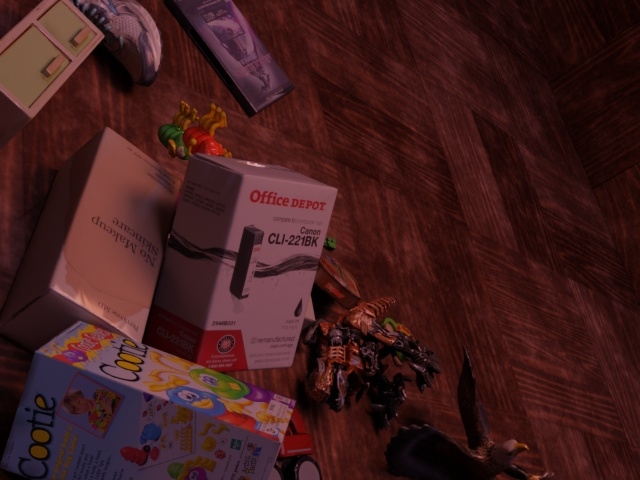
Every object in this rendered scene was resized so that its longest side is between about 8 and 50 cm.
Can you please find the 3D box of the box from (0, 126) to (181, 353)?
[{"bbox_3d":[-0.297,0.013,1.255,0.148,0.121,0.311,37,36,-29],"label":"box"}]

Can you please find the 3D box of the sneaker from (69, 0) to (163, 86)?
[{"bbox_3d":[-0.365,-0.368,1.557,0.122,0.110,0.283,-23,78,-41],"label":"sneaker"}]

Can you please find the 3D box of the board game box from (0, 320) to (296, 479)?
[{"bbox_3d":[-0.185,0.214,1.056,0.275,0.144,0.142,20,10,1],"label":"board game box"}]

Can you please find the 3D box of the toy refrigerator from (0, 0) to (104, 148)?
[{"bbox_3d":[-0.416,-0.254,1.360,0.102,0.094,0.270,45,32,-19],"label":"toy refrigerator"}]

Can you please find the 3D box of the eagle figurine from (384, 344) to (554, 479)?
[{"bbox_3d":[0.264,0.355,1.636,0.298,0.225,0.226,44,22,-7],"label":"eagle figurine"}]

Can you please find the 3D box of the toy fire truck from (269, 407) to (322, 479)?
[{"bbox_3d":[-0.134,0.242,1.278,0.217,0.158,0.246,9,65,-50],"label":"toy fire truck"}]

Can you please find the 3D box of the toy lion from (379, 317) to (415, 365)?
[{"bbox_3d":[0.151,0.188,1.815,0.100,0.034,0.096,51,24,-9],"label":"toy lion"}]

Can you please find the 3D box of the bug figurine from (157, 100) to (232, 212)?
[{"bbox_3d":[-0.180,-0.077,1.424,0.072,0.279,0.216,-22,35,-22],"label":"bug figurine"}]

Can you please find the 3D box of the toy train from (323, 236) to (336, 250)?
[{"bbox_3d":[0.000,0.000,1.787,0.083,0.017,0.024,20,57,-45],"label":"toy train"}]

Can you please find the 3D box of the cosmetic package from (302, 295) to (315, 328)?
[{"bbox_3d":[-0.050,0.094,1.589,0.041,0.060,0.115,22,44,-41],"label":"cosmetic package"}]

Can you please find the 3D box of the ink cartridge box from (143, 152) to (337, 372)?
[{"bbox_3d":[-0.106,0.032,1.297,0.197,0.114,0.273,4,103,-50],"label":"ink cartridge box"}]

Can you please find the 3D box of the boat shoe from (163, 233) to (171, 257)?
[{"bbox_3d":[-0.226,0.006,1.454,0.100,0.035,0.035,16,22,-43],"label":"boat shoe"}]

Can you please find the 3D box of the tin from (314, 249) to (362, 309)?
[{"bbox_3d":[0.022,0.066,1.665,0.106,0.040,0.190,38,7,-9],"label":"tin"}]

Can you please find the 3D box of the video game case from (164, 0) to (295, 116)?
[{"bbox_3d":[-0.175,-0.387,1.890,0.274,0.026,0.196,52,31,-6],"label":"video game case"}]

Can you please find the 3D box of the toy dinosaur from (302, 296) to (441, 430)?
[{"bbox_3d":[0.084,0.186,1.620,0.218,0.164,0.322,37,55,-2],"label":"toy dinosaur"}]

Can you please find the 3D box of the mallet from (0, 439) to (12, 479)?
[{"bbox_3d":[-0.332,0.290,1.042,0.190,0.039,0.062,53,30,-14],"label":"mallet"}]
